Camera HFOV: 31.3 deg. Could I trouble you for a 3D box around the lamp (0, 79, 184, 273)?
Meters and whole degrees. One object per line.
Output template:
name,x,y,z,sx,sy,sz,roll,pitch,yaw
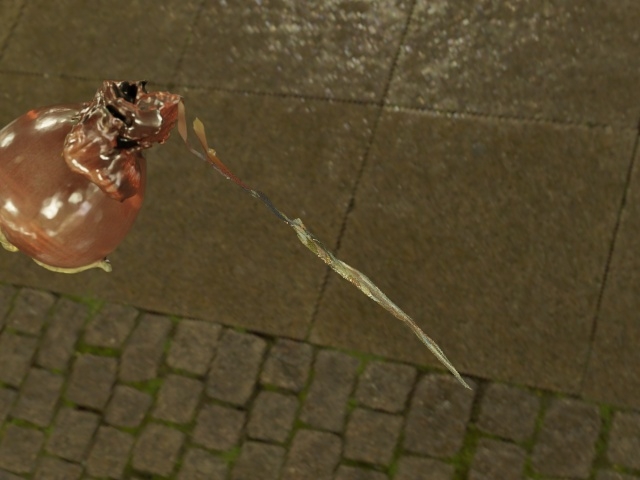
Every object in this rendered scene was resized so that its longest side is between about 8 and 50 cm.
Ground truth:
lamp,-0.231,-0.063,1.039,0.215,0.151,0.223,-89,25,-68

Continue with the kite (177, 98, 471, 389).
kite,-0.002,0.002,0.615,0.016,0.229,0.127,-48,38,-1
